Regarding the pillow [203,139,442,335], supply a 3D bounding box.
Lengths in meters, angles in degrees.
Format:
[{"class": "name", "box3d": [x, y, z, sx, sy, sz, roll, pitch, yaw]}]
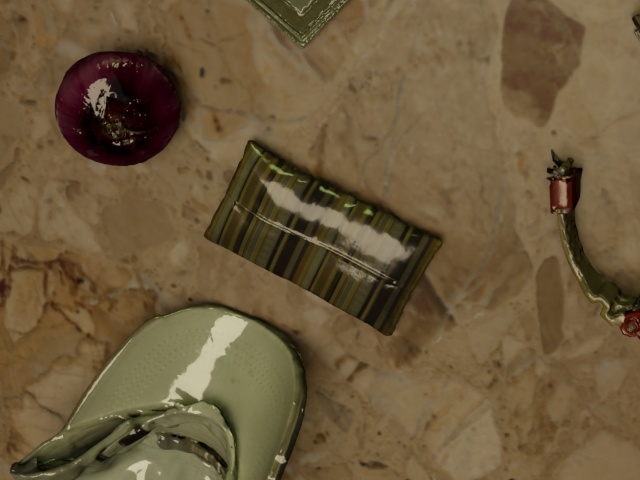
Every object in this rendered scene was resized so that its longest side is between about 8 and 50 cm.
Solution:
[{"class": "pillow", "box3d": [0.000, 0.000, 1.349, 0.203, 0.038, 0.113, 27, 112, 2]}]

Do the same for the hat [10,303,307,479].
[{"class": "hat", "box3d": [-0.125, 0.212, 1.416, 0.258, 0.168, 0.301, 30, 89, 19]}]

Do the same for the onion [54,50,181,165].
[{"class": "onion", "box3d": [-0.183, -0.117, 1.318, 0.115, 0.104, 0.115, -3, 116, -6]}]

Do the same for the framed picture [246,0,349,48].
[{"class": "framed picture", "box3d": [-0.002, -0.298, 1.237, 0.173, 0.010, 0.231, 39, 113, -15]}]

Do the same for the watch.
[{"class": "watch", "box3d": [0.276, -0.044, 1.249, 0.165, 0.102, 0.268, -28, 92, 22]}]
